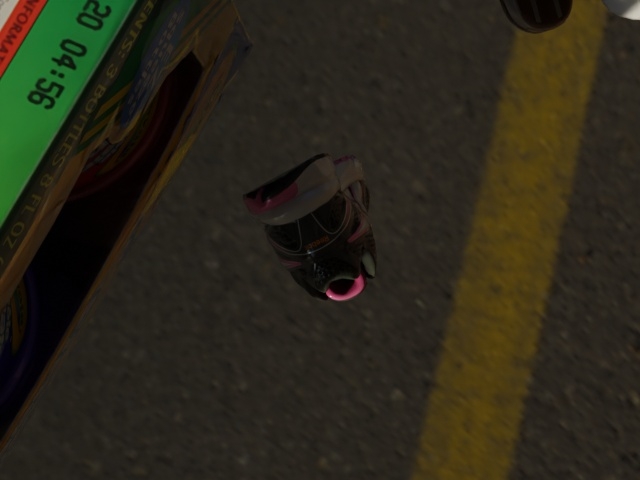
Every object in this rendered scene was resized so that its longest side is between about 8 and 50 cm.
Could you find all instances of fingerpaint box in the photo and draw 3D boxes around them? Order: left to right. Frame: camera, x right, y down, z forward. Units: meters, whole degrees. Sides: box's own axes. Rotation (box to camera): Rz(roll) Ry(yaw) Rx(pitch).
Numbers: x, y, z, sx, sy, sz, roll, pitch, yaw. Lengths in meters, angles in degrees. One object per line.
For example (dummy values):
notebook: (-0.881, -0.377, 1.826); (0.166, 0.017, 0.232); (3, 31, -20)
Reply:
fingerpaint box: (-0.216, 0.031, 0.932); (0.163, 0.371, 0.445); (31, 88, 2)

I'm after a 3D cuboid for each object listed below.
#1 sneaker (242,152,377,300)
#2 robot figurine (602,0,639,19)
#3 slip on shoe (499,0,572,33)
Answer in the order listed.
sneaker: (0.000, 0.000, 1.121); (0.072, 0.178, 0.077); (-27, 87, 11)
robot figurine: (0.148, -0.262, 0.924); (0.200, 0.300, 0.353); (-3, 21, 19)
slip on shoe: (0.112, -0.185, 1.109); (0.051, 0.041, 0.135); (-15, 95, -11)
